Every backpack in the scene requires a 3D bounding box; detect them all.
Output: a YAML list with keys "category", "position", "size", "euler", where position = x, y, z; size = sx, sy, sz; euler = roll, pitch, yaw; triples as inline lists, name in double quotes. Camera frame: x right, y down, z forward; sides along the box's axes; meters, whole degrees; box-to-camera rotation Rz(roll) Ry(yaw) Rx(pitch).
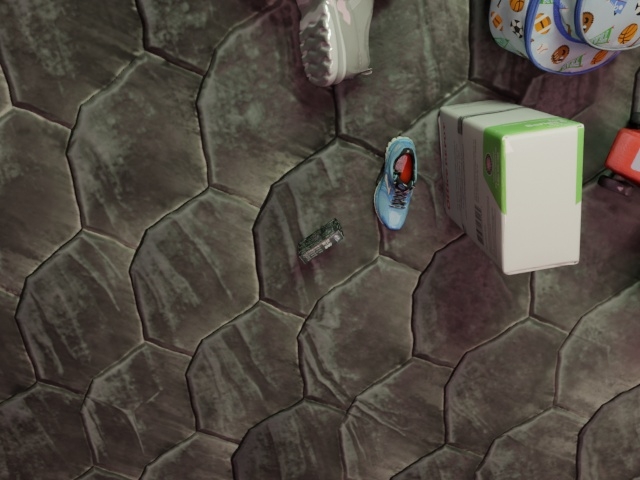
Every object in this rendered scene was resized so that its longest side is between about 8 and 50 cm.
- category: "backpack"
  position: [0.373, -0.368, 0.806]
  size: [0.276, 0.213, 0.263]
  euler: [-3, 134, -19]

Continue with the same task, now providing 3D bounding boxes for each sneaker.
- category: "sneaker"
  position: [0.129, -0.091, 0.981]
  size: [0.063, 0.073, 0.162]
  euler: [2, 111, -4]
- category: "sneaker"
  position: [0.024, -0.379, 0.870]
  size: [0.115, 0.105, 0.281]
  euler: [-14, 110, -36]

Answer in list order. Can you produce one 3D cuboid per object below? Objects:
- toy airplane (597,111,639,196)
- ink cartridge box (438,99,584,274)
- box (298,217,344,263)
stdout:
- category: "toy airplane"
  position: [0.685, -0.068, 0.918]
  size: [0.384, 0.272, 0.386]
  euler: [-25, 110, 6]
- category: "ink cartridge box"
  position: [0.278, -0.096, 0.883]
  size: [0.115, 0.273, 0.198]
  euler: [-9, 112, -2]
- category: "box"
  position: [0.000, 0.000, 1.012]
  size: [0.083, 0.067, 0.018]
  euler: [-34, 110, 9]
